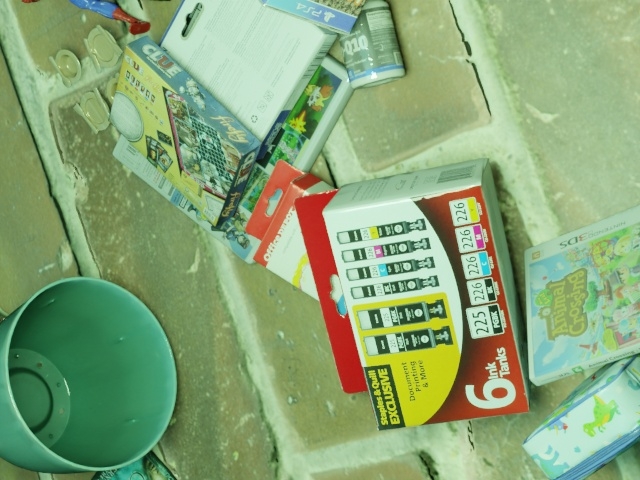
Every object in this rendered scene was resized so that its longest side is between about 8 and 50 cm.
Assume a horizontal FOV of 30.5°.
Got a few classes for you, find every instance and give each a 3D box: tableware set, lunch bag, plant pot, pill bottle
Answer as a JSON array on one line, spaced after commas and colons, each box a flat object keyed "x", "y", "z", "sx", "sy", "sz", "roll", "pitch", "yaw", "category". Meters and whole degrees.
[{"x": -0.348, "y": -0.248, "z": 1.820, "sx": 0.169, "sy": 0.020, "sz": 0.141, "roll": -21, "pitch": 100, "yaw": 44, "category": "tableware set"}, {"x": 0.348, "y": 0.209, "z": 1.426, "sx": 0.176, "sy": 0.219, "sz": 0.090, "roll": -42, "pitch": 79, "yaw": 31, "category": "lunch bag"}, {"x": -0.409, "y": 0.227, "z": 1.820, "sx": 0.235, "sy": 0.293, "sz": 0.293, "roll": -24, "pitch": 86, "yaw": 45, "category": "plant pot"}, {"x": 0.062, "y": -0.280, "z": 1.587, "sx": 0.078, "sy": 0.078, "sz": 0.137, "roll": -14, "pitch": 91, "yaw": 30, "category": "pill bottle"}]

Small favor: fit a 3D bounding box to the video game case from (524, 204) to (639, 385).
[{"x": 0.341, "y": 0.061, "z": 1.437, "sx": 0.193, "sy": 0.212, "sz": 0.023, "roll": -24, "pitch": 130, "yaw": 30, "category": "video game case"}]

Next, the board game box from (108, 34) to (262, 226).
[{"x": -0.200, "y": -0.157, "z": 1.691, "sx": 0.243, "sy": 0.042, "sz": 0.165, "roll": 44, "pitch": 141, "yaw": 15, "category": "board game box"}]

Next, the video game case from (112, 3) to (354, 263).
[{"x": -0.135, "y": -0.181, "z": 1.736, "sx": 0.300, "sy": 0.036, "sz": 0.329, "roll": 38, "pitch": 113, "yaw": 19, "category": "video game case"}]

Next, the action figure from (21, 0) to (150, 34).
[{"x": -0.402, "y": -0.397, "z": 1.796, "sx": 0.280, "sy": 0.139, "sz": 0.091, "roll": 25, "pitch": 108, "yaw": 26, "category": "action figure"}]

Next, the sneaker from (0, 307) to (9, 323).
[{"x": -0.544, "y": 0.167, "z": 1.997, "sx": 0.071, "sy": 0.066, "sz": 0.188, "roll": -42, "pitch": 78, "yaw": 26, "category": "sneaker"}]

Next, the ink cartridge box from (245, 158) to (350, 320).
[{"x": 0.000, "y": 0.000, "z": 1.645, "sx": 0.231, "sy": 0.078, "sz": 0.134, "roll": 31, "pitch": 112, "yaw": 10, "category": "ink cartridge box"}]

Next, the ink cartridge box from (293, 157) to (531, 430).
[{"x": 0.113, "y": 0.077, "z": 1.519, "sx": 0.272, "sy": 0.130, "sz": 0.309, "roll": -10, "pitch": 106, "yaw": 16, "category": "ink cartridge box"}]

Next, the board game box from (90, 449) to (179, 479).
[{"x": -0.321, "y": 0.419, "z": 1.937, "sx": 0.126, "sy": 0.026, "sz": 0.186, "roll": 43, "pitch": 115, "yaw": 17, "category": "board game box"}]

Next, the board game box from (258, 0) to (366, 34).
[{"x": 0.001, "y": -0.456, "z": 1.505, "sx": 0.291, "sy": 0.141, "sz": 0.232, "roll": -60, "pitch": 41, "yaw": 23, "category": "board game box"}]

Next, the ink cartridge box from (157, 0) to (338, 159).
[{"x": -0.117, "y": -0.265, "z": 1.666, "sx": 0.224, "sy": 0.045, "sz": 0.223, "roll": 42, "pitch": 115, "yaw": 17, "category": "ink cartridge box"}]
